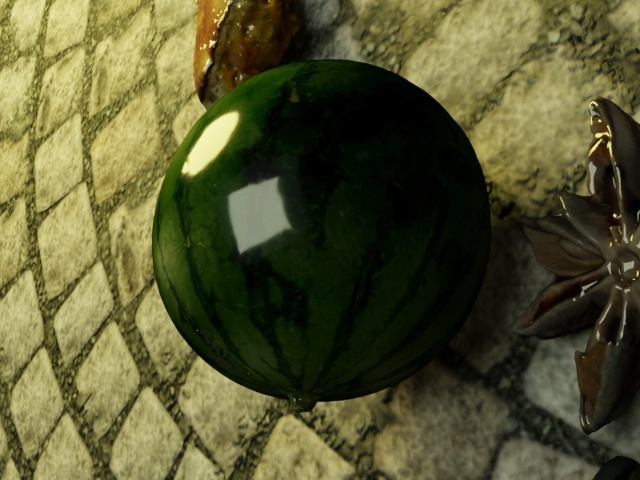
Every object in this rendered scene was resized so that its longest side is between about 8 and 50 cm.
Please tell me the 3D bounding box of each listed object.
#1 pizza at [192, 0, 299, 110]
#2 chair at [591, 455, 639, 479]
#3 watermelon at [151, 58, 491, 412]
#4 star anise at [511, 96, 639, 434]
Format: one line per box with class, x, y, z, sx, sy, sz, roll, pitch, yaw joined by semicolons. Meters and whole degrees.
pizza;-0.068;-0.256;0.847;0.161;0.085;0.305;159;120;-63
chair;0.222;0.171;0.440;0.221;0.104;0.095;2;54;40
watermelon;0.001;-0.004;0.597;0.242;0.242;0.242;-15;68;41
star anise;0.209;0.010;0.496;0.231;0.089;0.209;-14;80;47
